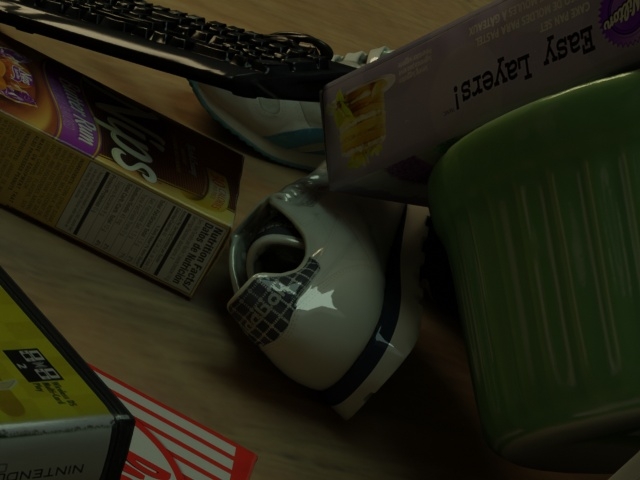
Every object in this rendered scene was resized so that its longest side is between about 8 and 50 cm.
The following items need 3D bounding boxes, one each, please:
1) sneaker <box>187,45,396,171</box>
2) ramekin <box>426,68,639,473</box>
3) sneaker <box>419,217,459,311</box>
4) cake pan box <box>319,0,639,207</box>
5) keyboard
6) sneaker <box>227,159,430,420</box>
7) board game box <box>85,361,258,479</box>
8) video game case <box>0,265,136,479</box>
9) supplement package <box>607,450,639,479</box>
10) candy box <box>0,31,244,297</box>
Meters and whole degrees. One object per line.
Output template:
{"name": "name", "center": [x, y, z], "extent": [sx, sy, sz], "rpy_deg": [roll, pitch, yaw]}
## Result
{"name": "sneaker", "center": [0.015, -0.093, 1.197], "extent": [0.229, 0.092, 0.087], "rpy_deg": [20, 26, -22]}
{"name": "ramekin", "center": [0.210, 0.025, 0.892], "extent": [0.303, 0.303, 0.148], "rpy_deg": [9, 69, -42]}
{"name": "sneaker", "center": [0.133, 0.002, 1.122], "extent": [0.262, 0.099, 0.121], "rpy_deg": [42, 35, 6]}
{"name": "cake pan box", "center": [0.175, -0.071, 0.937], "extent": [0.267, 0.246, 0.070], "rpy_deg": [9, 72, -41]}
{"name": "keyboard", "center": [-0.115, -0.132, 1.053], "extent": [0.317, 0.033, 0.201], "rpy_deg": [20, 11, 28]}
{"name": "sneaker", "center": [0.000, 0.000, 0.971], "extent": [0.095, 0.090, 0.235], "rpy_deg": [31, 20, -14]}
{"name": "board game box", "center": [-0.129, 0.088, 0.685], "extent": [0.193, 0.045, 0.147], "rpy_deg": [29, 22, -5]}
{"name": "video game case", "center": [-0.237, 0.014, 0.623], "extent": [0.248, 0.035, 0.275], "rpy_deg": [-1, 28, -38]}
{"name": "supplement package", "center": [0.225, 0.186, 0.742], "extent": [0.194, 0.149, 0.203], "rpy_deg": [9, 42, -43]}
{"name": "candy box", "center": [-0.136, -0.050, 0.964], "extent": [0.187, 0.053, 0.109], "rpy_deg": [28, 21, -11]}
